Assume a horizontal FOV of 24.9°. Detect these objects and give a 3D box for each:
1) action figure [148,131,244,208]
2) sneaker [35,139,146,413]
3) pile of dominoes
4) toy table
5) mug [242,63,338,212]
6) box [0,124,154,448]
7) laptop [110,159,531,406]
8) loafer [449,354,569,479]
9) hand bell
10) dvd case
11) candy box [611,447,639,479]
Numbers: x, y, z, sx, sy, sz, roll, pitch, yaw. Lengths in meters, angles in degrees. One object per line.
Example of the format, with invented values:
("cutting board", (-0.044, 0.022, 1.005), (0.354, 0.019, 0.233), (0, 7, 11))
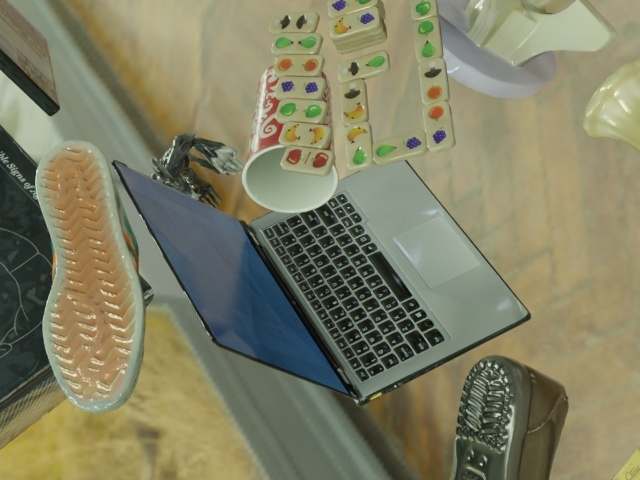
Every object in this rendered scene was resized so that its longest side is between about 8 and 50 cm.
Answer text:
("action figure", (-0.203, -0.099, 2.377), (0.164, 0.141, 0.275), (-59, -6, 13))
("sneaker", (-0.232, 0.048, 1.534), (0.121, 0.108, 0.302), (73, -173, -64))
("pile of dominoes", (0.035, -0.186, 1.561), (0.196, 0.040, 0.251), (-14, 56, 15))
("toy table", (0.261, -0.306, 1.931), (0.252, 0.274, 0.161), (45, 123, 8))
("mug", (-0.024, -0.142, 1.750), (0.150, 0.113, 0.169), (-50, 26, 39))
("box", (-0.595, 0.086, 2.128), (0.480, 0.472, 0.297), (47, 145, 7))
("laptop", (0.000, 0.000, 1.914), (0.382, 0.408, 0.236), (55, 166, 42))
("loafer", (0.219, 0.316, 1.689), (0.134, 0.130, 0.366), (31, 112, 57))
("hand bell", (0.442, -0.101, 1.750), (0.242, 0.126, 0.126), (50, 128, 32))
("dvd case", (-0.424, -0.278, 1.940), (0.022, 0.180, 0.253), (-39, 31, 8))
("candy box", (0.442, 0.290, 1.752), (0.053, 0.186, 0.109), (65, 146, 35))
